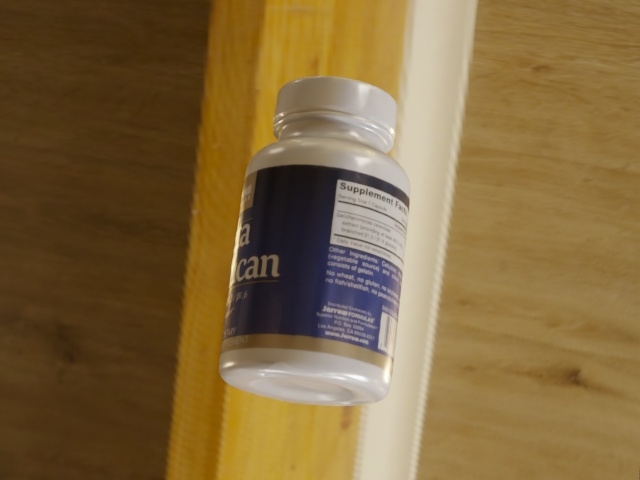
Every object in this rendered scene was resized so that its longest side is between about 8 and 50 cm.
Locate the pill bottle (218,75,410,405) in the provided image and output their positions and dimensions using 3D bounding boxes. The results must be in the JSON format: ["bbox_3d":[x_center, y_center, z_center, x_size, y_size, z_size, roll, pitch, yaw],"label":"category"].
[{"bbox_3d":[0.000,0.000,0.755,0.094,0.094,0.169,-2,-109,27],"label":"pill bottle"}]
